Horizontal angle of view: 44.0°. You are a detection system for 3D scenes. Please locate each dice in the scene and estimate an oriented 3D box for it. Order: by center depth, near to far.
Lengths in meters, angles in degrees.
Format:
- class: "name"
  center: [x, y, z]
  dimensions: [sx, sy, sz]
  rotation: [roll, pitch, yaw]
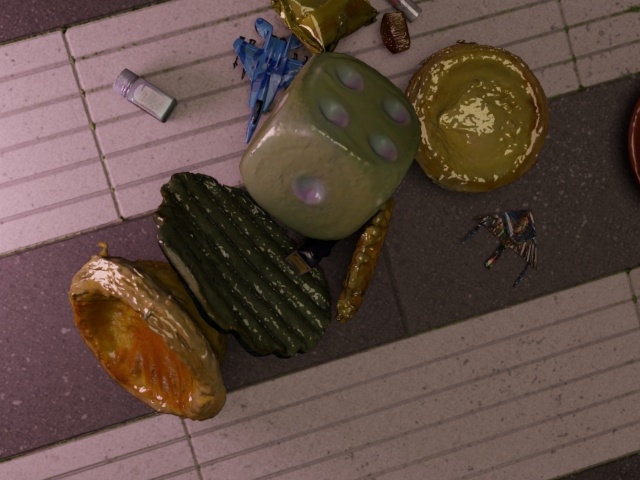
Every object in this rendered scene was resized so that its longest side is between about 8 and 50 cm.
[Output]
- class: "dice"
  center: [0.015, -0.171, 1.462]
  dimensions: [0.252, 0.250, 0.254]
  rotation: [36, 135, -11]

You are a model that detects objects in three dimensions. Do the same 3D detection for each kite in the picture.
- class: "kite"
  center: [0.401, -0.004, 1.682]
  dimensions: [0.183, 0.010, 0.160]
  rotation: [39, 86, -10]

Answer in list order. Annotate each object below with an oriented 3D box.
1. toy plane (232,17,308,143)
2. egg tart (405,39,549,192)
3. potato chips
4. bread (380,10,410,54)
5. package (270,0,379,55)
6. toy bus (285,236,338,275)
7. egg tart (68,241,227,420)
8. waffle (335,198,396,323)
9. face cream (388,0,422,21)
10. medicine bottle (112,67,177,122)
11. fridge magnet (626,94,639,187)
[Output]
- class: "toy plane"
  center: [-0.109, -0.311, 1.580]
  dimensions: [0.169, 0.078, 0.246]
  rotation: [17, 98, -6]
- class: "egg tart"
  center: [0.306, -0.244, 1.603]
  dimensions: [0.315, 0.120, 0.315]
  rotation: [-1, 96, -6]
- class: "potato chips"
  center: [-0.141, 0.047, 1.484]
  dimensions: [0.070, 0.358, 0.429]
  rotation: [-35, 102, 30]
- class: "bread"
  center: [0.147, -0.418, 1.596]
  dimensions: [0.053, 0.085, 0.085]
  rotation: [-14, 95, 0]
- class: "package"
  center: [0.012, -0.448, 1.554]
  dimensions: [0.168, 0.090, 0.226]
  rotation: [51, 57, -8]
- class: "toy bus"
  center: [0.000, 0.000, 1.573]
  dimensions: [0.057, 0.072, 0.172]
  rotation: [50, 44, -7]
- class: "egg tart"
  center: [-0.305, 0.167, 1.485]
  dimensions: [0.169, 0.388, 0.388]
  rotation: [-41, 98, -37]
- class: "waffle"
  center: [0.084, 0.040, 1.528]
  dimensions: [0.051, 0.291, 0.291]
  rotation: [19, 92, 4]
- class: "face cream"
  center: [0.150, -0.501, 1.613]
  dimensions: [0.130, 0.034, 0.034]
  rotation: [42, 89, -6]
- class: "medicine bottle"
  center: [-0.345, -0.285, 1.556]
  dimensions: [0.118, 0.074, 0.055]
  rotation: [33, 90, -7]
- class: "fridge magnet"
  center: [0.814, -0.207, 1.636]
  dimensions: [0.364, 0.155, 0.363]
  rotation: [0, 93, -5]
